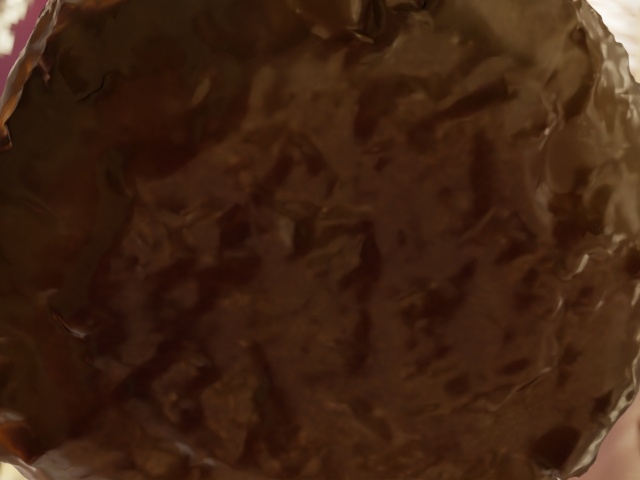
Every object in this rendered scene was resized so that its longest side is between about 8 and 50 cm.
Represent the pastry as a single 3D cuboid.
[{"bbox_3d":[-0.005,0.003,0.616,0.257,0.235,0.121,-54,-157,19],"label":"pastry"}]
